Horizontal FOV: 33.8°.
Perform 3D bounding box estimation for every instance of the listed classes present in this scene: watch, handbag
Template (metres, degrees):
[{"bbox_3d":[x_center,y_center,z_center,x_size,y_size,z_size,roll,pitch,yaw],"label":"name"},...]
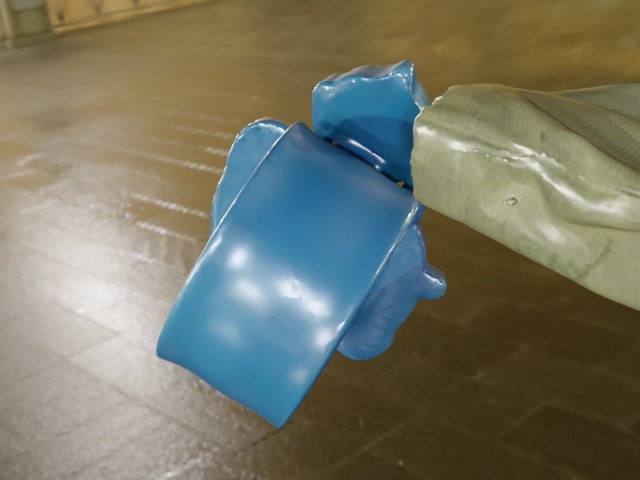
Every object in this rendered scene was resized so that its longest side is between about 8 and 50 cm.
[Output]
[{"bbox_3d":[0.000,0.000,0.908,0.241,0.305,0.274,30,29,3],"label":"watch"},{"bbox_3d":[0.208,-0.011,0.498,0.253,0.109,0.315,24,16,28],"label":"handbag"}]
